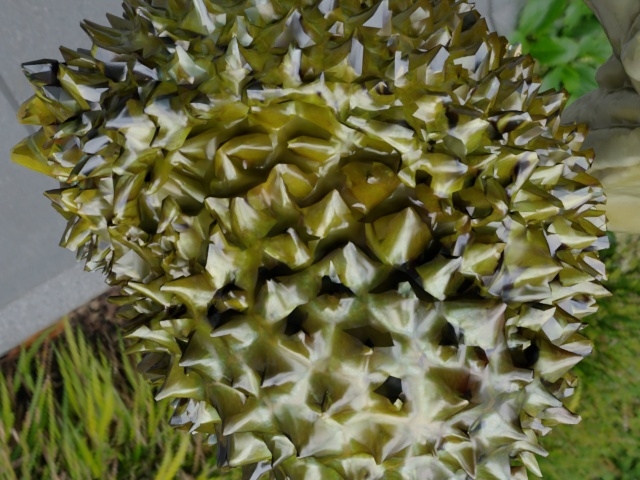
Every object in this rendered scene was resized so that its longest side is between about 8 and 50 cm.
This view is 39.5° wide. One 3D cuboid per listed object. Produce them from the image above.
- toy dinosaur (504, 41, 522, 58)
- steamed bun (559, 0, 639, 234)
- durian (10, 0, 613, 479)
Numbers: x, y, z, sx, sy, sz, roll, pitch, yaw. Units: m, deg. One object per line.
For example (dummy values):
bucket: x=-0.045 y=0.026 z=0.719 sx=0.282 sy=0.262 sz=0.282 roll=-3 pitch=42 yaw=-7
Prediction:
toy dinosaur: x=0.096 y=-0.089 z=0.801 sx=0.142 sy=0.057 sz=0.212 roll=9 pitch=101 yaw=-25
steamed bun: x=0.225 y=-0.110 z=0.414 sx=0.247 sy=0.428 sz=0.189 roll=7 pitch=85 yaw=-17
durian: x=0.010 y=-0.005 z=0.425 sx=0.258 sy=0.258 sz=0.293 roll=-36 pitch=108 yaw=-7
